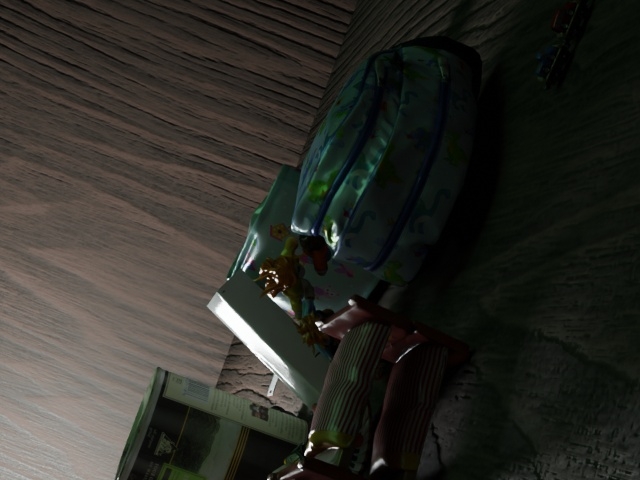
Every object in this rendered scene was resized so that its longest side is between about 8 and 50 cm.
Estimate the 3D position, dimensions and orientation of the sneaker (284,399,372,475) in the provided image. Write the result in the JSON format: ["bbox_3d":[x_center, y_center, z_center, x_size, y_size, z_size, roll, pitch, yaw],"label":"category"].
[{"bbox_3d":[0.004,0.292,1.737,0.088,0.092,0.225,-105,37,-77],"label":"sneaker"}]

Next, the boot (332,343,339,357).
[{"bbox_3d":[0.020,0.137,2.167,0.106,0.082,0.219,-1,73,66],"label":"boot"}]

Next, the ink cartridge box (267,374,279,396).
[{"bbox_3d":[-0.069,0.252,2.566,0.063,0.029,0.115,147,142,-76],"label":"ink cartridge box"}]

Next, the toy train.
[{"bbox_3d":[0.278,-0.246,1.484,0.027,0.036,0.158,-124,55,-80],"label":"toy train"}]

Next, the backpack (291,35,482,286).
[{"bbox_3d":[0.091,-0.095,1.728,0.290,0.273,0.356,-56,26,30],"label":"backpack"}]

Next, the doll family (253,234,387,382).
[{"bbox_3d":[-0.010,0.093,1.790,0.118,0.263,0.163,-26,-8,2],"label":"doll family"}]

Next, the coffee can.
[{"bbox_3d":[-0.163,0.339,2.080,0.201,0.275,0.202,-159,90,-83],"label":"coffee can"}]

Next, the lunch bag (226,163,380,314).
[{"bbox_3d":[0.000,0.000,2.038,0.160,0.223,0.262,-64,2,-38],"label":"lunch bag"}]

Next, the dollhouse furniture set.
[{"bbox_3d":[0.009,0.227,1.529,0.374,0.152,0.201,-42,28,61],"label":"dollhouse furniture set"}]

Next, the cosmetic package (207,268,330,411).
[{"bbox_3d":[-0.065,0.155,2.041,0.060,0.239,0.099,-45,-1,-20],"label":"cosmetic package"}]

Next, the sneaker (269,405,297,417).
[{"bbox_3d":[-0.083,0.325,2.286,0.229,0.086,0.132,118,172,-47],"label":"sneaker"}]
